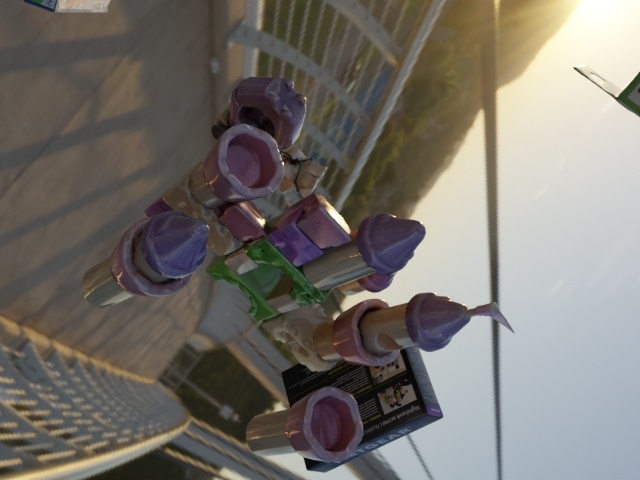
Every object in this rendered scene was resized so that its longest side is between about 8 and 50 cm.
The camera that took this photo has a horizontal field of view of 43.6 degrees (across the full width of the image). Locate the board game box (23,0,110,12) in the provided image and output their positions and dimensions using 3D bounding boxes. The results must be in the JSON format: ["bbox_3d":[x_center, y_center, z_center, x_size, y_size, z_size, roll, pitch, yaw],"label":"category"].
[{"bbox_3d":[-0.267,-0.328,0.902,0.201,0.035,0.136,-85,-165,-73],"label":"board game box"}]

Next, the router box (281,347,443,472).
[{"bbox_3d":[0.045,0.188,0.978,0.179,0.133,0.046,-31,148,23],"label":"router box"}]

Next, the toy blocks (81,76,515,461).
[{"bbox_3d":[0.000,0.000,0.738,0.260,0.288,0.309,-25,-155,49],"label":"toy blocks"}]

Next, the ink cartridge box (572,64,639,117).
[{"bbox_3d":[0.378,-0.148,0.849,0.062,0.209,0.109,-56,167,27],"label":"ink cartridge box"}]
